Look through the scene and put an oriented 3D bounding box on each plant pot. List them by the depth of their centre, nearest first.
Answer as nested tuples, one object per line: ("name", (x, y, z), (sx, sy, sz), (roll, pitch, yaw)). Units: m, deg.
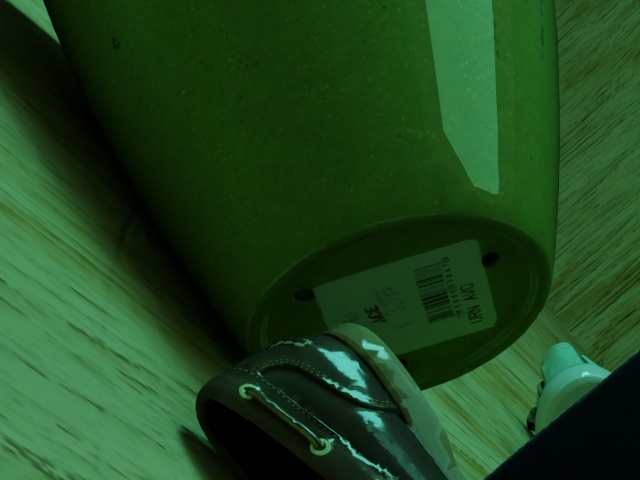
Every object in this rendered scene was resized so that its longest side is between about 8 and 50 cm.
("plant pot", (0.004, -0.083, 0.781), (0.275, 0.275, 0.293), (41, 26, -48))

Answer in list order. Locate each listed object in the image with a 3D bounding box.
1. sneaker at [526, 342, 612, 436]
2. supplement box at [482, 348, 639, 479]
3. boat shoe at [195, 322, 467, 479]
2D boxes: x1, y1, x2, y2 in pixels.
("sneaker", (0.206, 0.137, 1.359), (0.151, 0.094, 0.256), (62, 4, 37))
("supplement box", (0.206, 0.175, 0.773), (0.194, 0.195, 0.356), (52, 9, 22))
("boat shoe", (0.033, 0.120, 0.561), (0.073, 0.073, 0.207), (-18, 56, -41))
